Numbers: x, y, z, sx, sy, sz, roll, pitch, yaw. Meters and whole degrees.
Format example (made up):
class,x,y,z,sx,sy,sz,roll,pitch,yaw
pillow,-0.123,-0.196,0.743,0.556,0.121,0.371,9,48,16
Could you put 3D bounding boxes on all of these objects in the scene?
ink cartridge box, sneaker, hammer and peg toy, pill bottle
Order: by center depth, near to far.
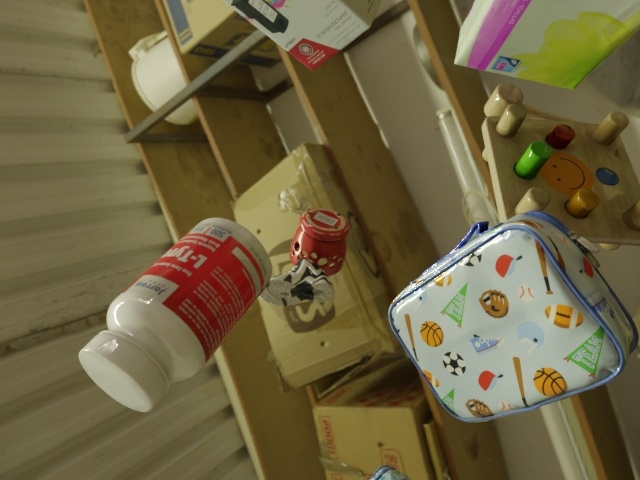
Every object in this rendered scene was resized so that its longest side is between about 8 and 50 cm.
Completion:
class,x,y,z,sx,sy,sz,roll,pitch,yaw
ink cartridge box,-0.034,-0.291,0.515,0.175,0.127,0.072,30,-109,-26
hammer and peg toy,0.430,-0.157,0.827,0.127,0.265,0.361,98,176,-59
pill bottle,-0.297,0.147,1.001,0.229,0.229,0.408,55,-137,-18
sneaker,-0.084,0.118,1.407,0.153,0.234,0.094,-104,10,-64

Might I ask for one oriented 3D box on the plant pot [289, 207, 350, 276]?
class,x,y,z,sx,sy,sz,roll,pitch,yaw
plant pot,0.000,0.000,1.546,0.191,0.174,0.191,8,-143,-6

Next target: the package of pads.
class,x,y,z,sx,sy,sz,roll,pitch,yaw
package of pads,0.360,-0.355,0.694,0.296,0.229,0.101,93,-170,-79

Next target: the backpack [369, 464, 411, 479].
class,x,y,z,sx,sy,sz,roll,pitch,yaw
backpack,0.160,0.589,1.090,0.105,0.084,0.114,-50,-48,-10

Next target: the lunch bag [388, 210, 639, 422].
class,x,y,z,sx,sy,sz,roll,pitch,yaw
lunch bag,0.250,0.106,0.646,0.115,0.303,0.243,-17,-110,-45
